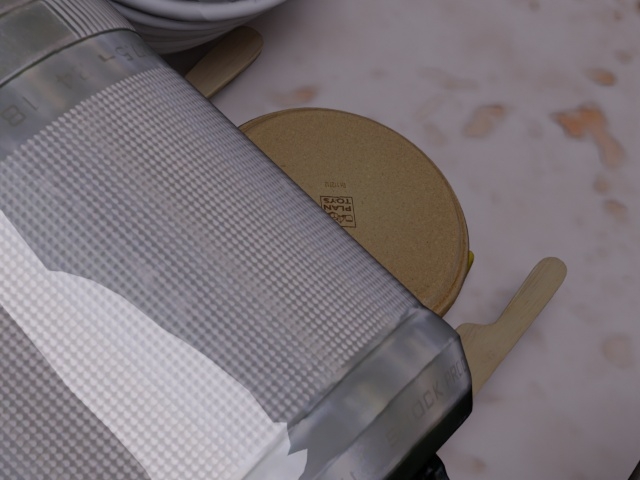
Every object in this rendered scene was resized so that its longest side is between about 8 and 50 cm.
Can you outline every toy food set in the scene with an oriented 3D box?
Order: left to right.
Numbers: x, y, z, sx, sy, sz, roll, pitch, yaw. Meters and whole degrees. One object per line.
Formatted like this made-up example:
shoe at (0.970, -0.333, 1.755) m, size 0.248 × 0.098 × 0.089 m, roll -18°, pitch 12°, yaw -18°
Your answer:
toy food set at (0.000, 0.000, 0.838) m, size 0.192 × 0.038 × 0.132 m, roll 39°, pitch 56°, yaw 10°

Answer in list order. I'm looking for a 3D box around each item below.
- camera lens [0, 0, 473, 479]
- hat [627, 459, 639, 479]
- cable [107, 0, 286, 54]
camera lens at (-0.101, 0.042, 0.685) m, size 0.274 × 0.219 × 0.219 m, roll 43°, pitch 64°, yaw 6°
hat at (0.211, 0.189, 0.753) m, size 0.331 × 0.134 × 0.331 m, roll 2°, pitch 85°, yaw -20°
cable at (-0.083, -0.208, 0.813) m, size 0.257 × 0.089 × 0.257 m, roll 52°, pitch 50°, yaw -23°
